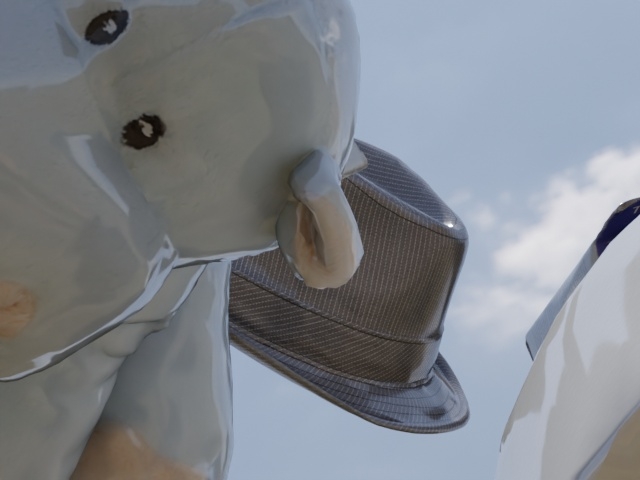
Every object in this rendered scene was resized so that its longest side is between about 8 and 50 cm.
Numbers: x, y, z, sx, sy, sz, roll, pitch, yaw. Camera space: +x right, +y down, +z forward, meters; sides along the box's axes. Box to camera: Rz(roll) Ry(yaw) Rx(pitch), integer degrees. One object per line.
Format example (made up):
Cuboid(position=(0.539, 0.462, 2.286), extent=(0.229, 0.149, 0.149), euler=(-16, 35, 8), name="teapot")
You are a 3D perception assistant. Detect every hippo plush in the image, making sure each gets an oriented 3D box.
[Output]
Cuboid(position=(-0.067, -0.002, 0.619), extent=(0.294, 0.234, 0.236), euler=(-21, 4, -24), name="hippo plush")

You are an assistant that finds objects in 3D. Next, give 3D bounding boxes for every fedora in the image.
Cuboid(position=(0.000, 0.000, 1.232), extent=(0.243, 0.275, 0.124), euler=(5, -66, -57), name="fedora")

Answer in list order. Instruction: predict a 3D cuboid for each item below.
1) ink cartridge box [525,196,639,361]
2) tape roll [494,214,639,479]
Cuboid(position=(0.272, 0.018, 1.313), extent=(0.223, 0.045, 0.224), euler=(-14, -22, -15), name="ink cartridge box")
Cuboid(position=(0.182, 0.099, 0.466), extent=(0.286, 0.100, 0.286), euler=(1, -70, 3), name="tape roll")
